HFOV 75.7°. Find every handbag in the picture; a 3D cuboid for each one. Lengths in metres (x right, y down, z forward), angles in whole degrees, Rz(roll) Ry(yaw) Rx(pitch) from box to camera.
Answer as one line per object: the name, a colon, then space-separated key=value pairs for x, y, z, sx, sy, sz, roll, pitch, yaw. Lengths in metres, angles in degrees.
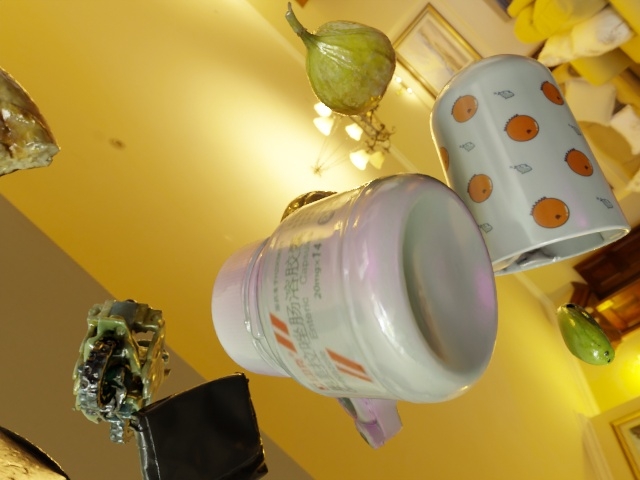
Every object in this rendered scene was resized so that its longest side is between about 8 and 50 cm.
handbag: x=-0.229 y=0.394 z=0.796 sx=0.247 sy=0.080 sz=0.222 roll=-8 pitch=-100 yaw=-47

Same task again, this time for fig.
fig: x=0.023 y=-0.314 z=0.688 sx=0.257 sy=0.159 sz=0.159 roll=13 pitch=-139 yaw=-55

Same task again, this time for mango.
mango: x=0.561 y=0.202 z=0.893 sx=0.165 sy=0.074 sz=0.091 roll=-100 pitch=-10 yaw=-60

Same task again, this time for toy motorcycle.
toy motorcycle: x=-0.421 y=0.286 z=0.894 sx=0.169 sy=0.410 sz=0.236 roll=8 pitch=-127 yaw=-9

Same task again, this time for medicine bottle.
medicine bottle: x=0.028 y=0.067 z=0.512 sx=0.241 sy=0.302 sz=0.241 roll=16 pitch=-113 yaw=-42

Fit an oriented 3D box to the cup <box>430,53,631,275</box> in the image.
cup: x=0.308 y=-0.123 z=0.662 sx=0.212 sy=0.212 sz=0.317 roll=8 pitch=-117 yaw=-49

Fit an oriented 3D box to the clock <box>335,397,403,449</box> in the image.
clock: x=0.051 y=0.256 z=0.816 sx=0.248 sy=0.090 sz=0.227 roll=33 pitch=148 yaw=56

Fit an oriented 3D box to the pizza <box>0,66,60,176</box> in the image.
pizza: x=-0.551 y=-0.159 z=0.491 sx=0.409 sy=0.114 sz=0.277 roll=23 pitch=-110 yaw=-14

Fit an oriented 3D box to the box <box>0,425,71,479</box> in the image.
box: x=-0.285 y=0.202 z=0.297 sx=0.120 sy=0.224 sz=0.069 roll=34 pitch=-108 yaw=3

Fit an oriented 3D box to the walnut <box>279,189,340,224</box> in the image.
walnut: x=0.000 y=0.000 z=0.922 sx=0.228 sy=0.228 sz=0.228 roll=33 pitch=-150 yaw=-22
